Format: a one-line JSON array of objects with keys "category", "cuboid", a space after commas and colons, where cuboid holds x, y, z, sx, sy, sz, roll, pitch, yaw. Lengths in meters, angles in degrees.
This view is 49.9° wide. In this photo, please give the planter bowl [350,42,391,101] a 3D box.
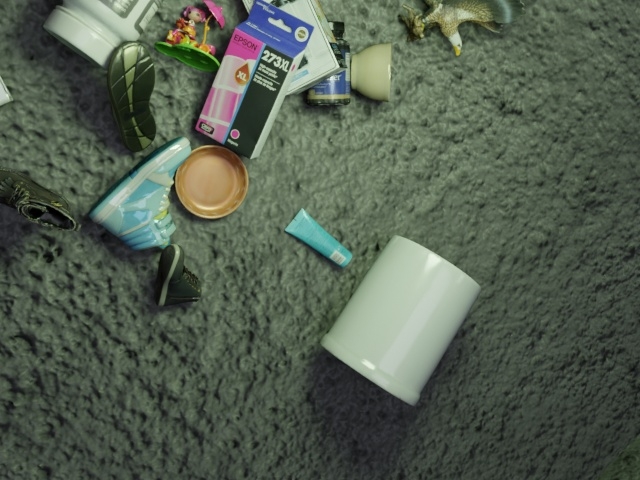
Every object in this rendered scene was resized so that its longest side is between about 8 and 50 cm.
[{"category": "planter bowl", "cuboid": [0.140, -0.467, 1.911, 0.109, 0.162, 0.162, 2, 101, 6]}]

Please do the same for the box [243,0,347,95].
[{"category": "box", "cuboid": [-0.069, -0.540, 1.772, 0.169, 0.087, 0.290, -22, 95, 21]}]

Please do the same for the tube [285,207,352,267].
[{"category": "tube", "cuboid": [0.000, 0.000, 2.003, 0.207, 0.052, 0.080, 38, 82, -17]}]

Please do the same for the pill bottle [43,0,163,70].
[{"category": "pill bottle", "cuboid": [-0.477, -0.599, 1.621, 0.204, 0.204, 0.361, 34, 88, -22]}]

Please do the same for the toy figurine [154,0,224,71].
[{"category": "toy figurine", "cuboid": [-0.317, -0.541, 1.761, 0.173, 0.130, 0.159, 16, 81, 2]}]

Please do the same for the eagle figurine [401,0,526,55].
[{"category": "eagle figurine", "cuboid": [0.386, -0.635, 1.930, 0.298, 0.226, 0.225, -22, 145, 2]}]

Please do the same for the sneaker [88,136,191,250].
[{"category": "sneaker", "cuboid": [-0.415, -0.106, 1.787, 0.319, 0.127, 0.208, -40, 110, 4]}]

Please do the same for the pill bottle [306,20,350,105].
[{"category": "pill bottle", "cuboid": [0.020, -0.479, 1.871, 0.123, 0.123, 0.219, -6, 102, -19]}]

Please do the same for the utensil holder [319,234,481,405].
[{"category": "utensil holder", "cuboid": [0.233, 0.223, 1.984, 0.327, 0.327, 0.385, 34, 86, -23]}]

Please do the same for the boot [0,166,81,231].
[{"category": "boot", "cuboid": [-0.698, -0.097, 1.628, 0.263, 0.229, 0.091, 21, 93, -23]}]

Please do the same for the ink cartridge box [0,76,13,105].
[{"category": "ink cartridge box", "cuboid": [-0.887, -0.357, 1.565, 0.289, 0.121, 0.211, -27, 109, -13]}]

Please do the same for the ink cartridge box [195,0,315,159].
[{"category": "ink cartridge box", "cuboid": [-0.171, -0.410, 1.755, 0.175, 0.069, 0.371, 29, 107, 8]}]

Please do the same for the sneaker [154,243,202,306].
[{"category": "sneaker", "cuboid": [-0.367, 0.088, 1.837, 0.118, 0.083, 0.222, -2, 140, -28]}]

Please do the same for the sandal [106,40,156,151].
[{"category": "sandal", "cuboid": [-0.474, -0.351, 1.688, 0.120, 0.086, 0.303, -27, 146, -32]}]

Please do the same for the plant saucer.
[{"category": "plant saucer", "cuboid": [-0.296, -0.160, 1.866, 0.200, 0.037, 0.200, -4, 103, -19]}]
